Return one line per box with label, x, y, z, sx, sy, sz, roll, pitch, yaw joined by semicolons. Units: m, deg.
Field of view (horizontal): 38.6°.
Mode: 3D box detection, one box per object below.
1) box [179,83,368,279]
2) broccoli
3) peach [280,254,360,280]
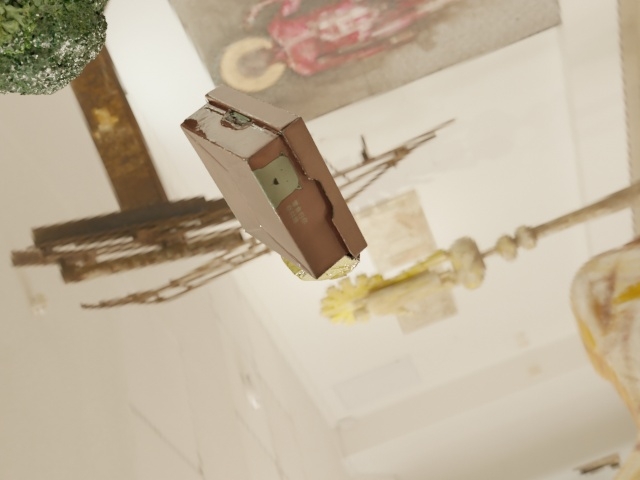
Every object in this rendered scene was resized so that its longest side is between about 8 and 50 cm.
box;-0.063;-0.075;1.176;0.215;0.086;0.215;31;157;52
broccoli;-0.435;-0.323;1.293;0.245;0.294;0.265;64;-161;-8
peach;-0.006;-0.003;1.554;0.151;0.151;0.118;64;-173;-49
